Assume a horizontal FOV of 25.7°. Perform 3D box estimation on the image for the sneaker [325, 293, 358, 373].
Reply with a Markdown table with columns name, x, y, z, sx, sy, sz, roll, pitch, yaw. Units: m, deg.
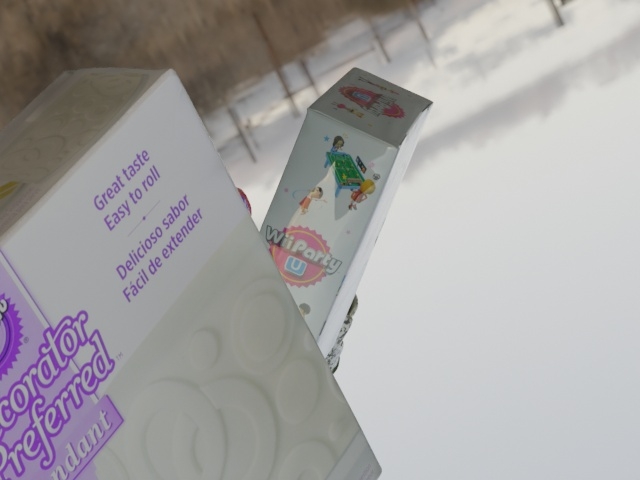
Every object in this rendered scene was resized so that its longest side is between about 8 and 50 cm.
| name | x | y | z | sx | sy | sz | roll | pitch | yaw |
| --- | --- | --- | --- | --- | --- | --- | --- | --- | --- |
| sneaker | -0.014 | 0.140 | 1.986 | 0.182 | 0.158 | 0.410 | -38 | -177 | 0 |

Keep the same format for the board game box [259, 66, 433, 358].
| name | x | y | z | sx | sy | sz | roll | pitch | yaw |
| --- | --- | --- | --- | --- | --- | --- | --- | --- | --- |
| board game box | 0.000 | 0.000 | 1.390 | 0.224 | 0.098 | 0.303 | -52 | 166 | -69 |

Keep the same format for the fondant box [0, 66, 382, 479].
| name | x | y | z | sx | sy | sz | roll | pitch | yaw |
| --- | --- | --- | --- | --- | --- | --- | --- | --- | --- |
| fondant box | -0.113 | 0.103 | 0.801 | 0.096 | 0.330 | 0.238 | 4 | -137 | 40 |

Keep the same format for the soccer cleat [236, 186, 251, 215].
| name | x | y | z | sx | sy | sz | roll | pitch | yaw |
| --- | --- | --- | --- | --- | --- | --- | --- | --- | --- |
| soccer cleat | -0.096 | 0.029 | 1.057 | 0.083 | 0.095 | 0.248 | -31 | 177 | -29 |
